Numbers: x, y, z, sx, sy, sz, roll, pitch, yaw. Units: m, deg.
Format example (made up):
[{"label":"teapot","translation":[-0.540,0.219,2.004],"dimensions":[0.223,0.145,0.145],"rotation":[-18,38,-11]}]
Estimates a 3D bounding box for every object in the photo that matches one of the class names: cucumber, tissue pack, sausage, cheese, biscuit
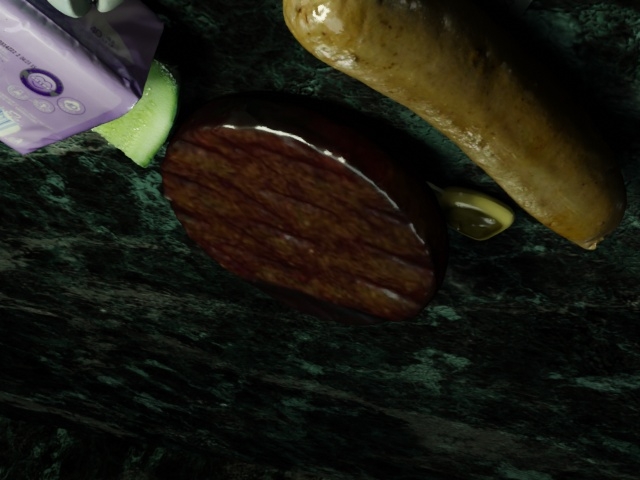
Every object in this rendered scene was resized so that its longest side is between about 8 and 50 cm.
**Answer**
[{"label":"cucumber","translation":[-0.219,-0.183,1.537],"dimensions":[0.115,0.063,0.244],"rotation":[33,153,-12]},{"label":"tissue pack","translation":[-0.375,-0.263,1.358],"dimensions":[0.242,0.160,0.338],"rotation":[-15,140,40]},{"label":"sausage","translation":[0.164,-0.149,1.257],"dimensions":[0.501,0.136,0.123],"rotation":[32,174,-33]},{"label":"cheese","translation":[0.167,-0.052,1.585],"dimensions":[0.162,0.036,0.086],"rotation":[27,153,-20]},{"label":"biscuit","translation":[-0.019,-0.040,1.621],"dimensions":[0.407,0.091,0.407],"rotation":[21,149,13]}]

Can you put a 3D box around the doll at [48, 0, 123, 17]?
[{"label":"doll","translation":[-0.222,-0.324,1.154],"dimensions":[0.153,0.258,0.195],"rotation":[1,117,3]}]

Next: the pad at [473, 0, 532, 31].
[{"label":"pad","translation":[0.107,-0.224,1.302],"dimensions":[0.170,0.006,0.245],"rotation":[20,155,-7]}]
